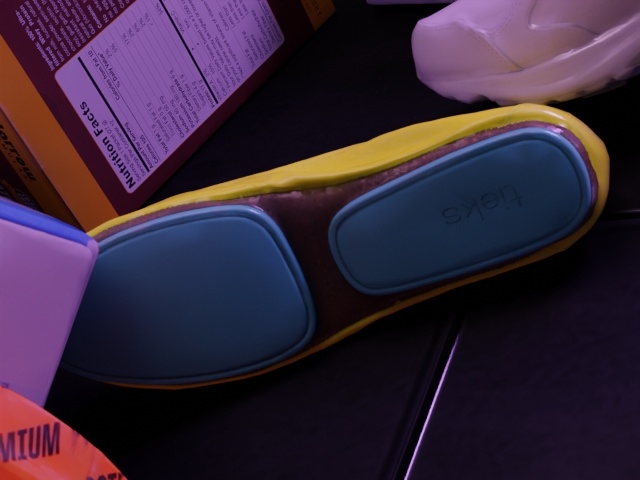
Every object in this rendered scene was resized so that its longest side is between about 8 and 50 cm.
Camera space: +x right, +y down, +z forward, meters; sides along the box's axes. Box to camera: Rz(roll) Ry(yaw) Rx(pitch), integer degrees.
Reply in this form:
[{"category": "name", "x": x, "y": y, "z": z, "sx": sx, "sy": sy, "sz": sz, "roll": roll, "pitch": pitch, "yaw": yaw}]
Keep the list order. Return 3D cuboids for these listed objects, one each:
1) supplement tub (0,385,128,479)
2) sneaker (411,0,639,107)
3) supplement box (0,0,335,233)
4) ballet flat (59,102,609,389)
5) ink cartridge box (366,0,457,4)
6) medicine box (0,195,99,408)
[{"category": "supplement tub", "x": -0.145, "y": 0.193, "z": 0.285, "sx": 0.207, "sy": 0.207, "sz": 0.338, "roll": -13, "pitch": 37, "yaw": 22}, {"category": "sneaker", "x": 0.127, "y": -0.125, "z": 0.551, "sx": 0.232, "sy": 0.115, "sz": 0.090, "roll": -17, "pitch": 9, "yaw": 35}, {"category": "supplement box", "x": -0.139, "y": -0.119, "z": 0.746, "sx": 0.191, "sy": 0.129, "sz": 0.194, "roll": 13, "pitch": 52, "yaw": 44}, {"category": "ballet flat", "x": 0.000, "y": 0.000, "z": 0.561, "sx": 0.231, "sy": 0.077, "sz": 0.077, "roll": -17, "pitch": 15, "yaw": 12}, {"category": "ink cartridge box", "x": 0.124, "y": -0.193, "z": 0.690, "sx": 0.212, "sy": 0.093, "sz": 0.154, "roll": 6, "pitch": 48, "yaw": 42}, {"category": "medicine box", "x": -0.276, "y": 0.003, "z": 0.530, "sx": 0.289, "sy": 0.263, "sz": 0.149, "roll": 17, "pitch": 87, "yaw": 50}]
